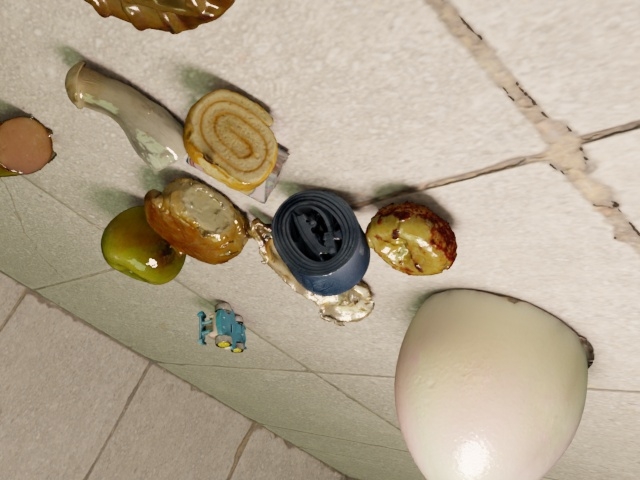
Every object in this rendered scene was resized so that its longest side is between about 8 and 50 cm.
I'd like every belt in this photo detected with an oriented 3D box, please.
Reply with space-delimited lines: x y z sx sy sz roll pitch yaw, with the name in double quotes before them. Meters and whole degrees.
"belt" 0.000 0.000 1.104 0.190 0.141 0.082 56 177 39

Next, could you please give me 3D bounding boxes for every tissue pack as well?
"tissue pack" -0.137 -0.133 1.091 0.155 0.065 0.115 27 154 -4

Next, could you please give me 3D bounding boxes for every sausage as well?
"sausage" -0.704 -0.190 1.445 0.317 0.125 0.117 -1 103 44

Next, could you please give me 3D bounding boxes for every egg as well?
"egg" 0.293 0.314 1.241 0.354 0.340 0.354 21 153 11

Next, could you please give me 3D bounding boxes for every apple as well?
"apple" -0.394 0.010 1.506 0.196 0.157 0.196 22 155 11

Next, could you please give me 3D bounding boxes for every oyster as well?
"oyster" -0.017 0.058 1.358 0.129 0.078 0.345 -28 123 36

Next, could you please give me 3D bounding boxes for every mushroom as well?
"mushroom" -0.317 -0.208 1.100 0.223 0.081 0.092 38 133 -19

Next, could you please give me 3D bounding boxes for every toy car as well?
"toy car" -0.281 0.261 1.921 0.098 0.126 0.161 -13 151 15

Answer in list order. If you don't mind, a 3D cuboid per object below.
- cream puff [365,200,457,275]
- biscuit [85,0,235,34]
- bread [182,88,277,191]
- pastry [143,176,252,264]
"cream puff" 0.145 -0.009 1.046 0.149 0.084 0.149 21 151 12
"biscuit" -0.215 -0.356 0.683 0.332 0.103 0.332 20 155 10
"bread" -0.128 -0.150 0.984 0.149 0.122 0.073 36 166 -8
"pastry" -0.246 -0.035 1.346 0.229 0.100 0.218 23 152 17
